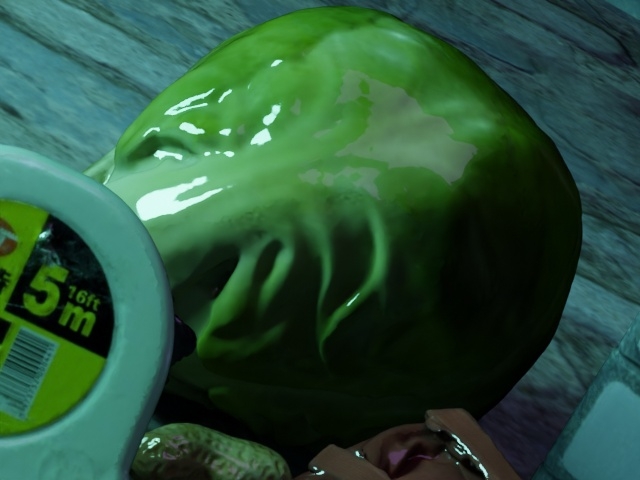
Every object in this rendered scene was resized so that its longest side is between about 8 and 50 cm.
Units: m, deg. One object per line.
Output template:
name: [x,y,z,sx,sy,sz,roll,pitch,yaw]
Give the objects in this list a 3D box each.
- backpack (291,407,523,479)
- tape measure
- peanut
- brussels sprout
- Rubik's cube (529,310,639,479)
backpack: [0.074,0.209,1.103,0.229,0.139,0.229,22,24,-11]
tape measure: [-0.247,0.032,1.034,0.351,0.215,0.098,26,-16,-15]
peanut: [-0.070,0.144,1.189,0.113,0.054,0.054,17,26,-19]
brussels sprout: [-0.001,-0.006,1.287,0.355,0.289,0.281,-11,52,-22]
Rubik's cube: [0.346,0.171,1.271,0.304,0.305,0.301,38,25,24]
